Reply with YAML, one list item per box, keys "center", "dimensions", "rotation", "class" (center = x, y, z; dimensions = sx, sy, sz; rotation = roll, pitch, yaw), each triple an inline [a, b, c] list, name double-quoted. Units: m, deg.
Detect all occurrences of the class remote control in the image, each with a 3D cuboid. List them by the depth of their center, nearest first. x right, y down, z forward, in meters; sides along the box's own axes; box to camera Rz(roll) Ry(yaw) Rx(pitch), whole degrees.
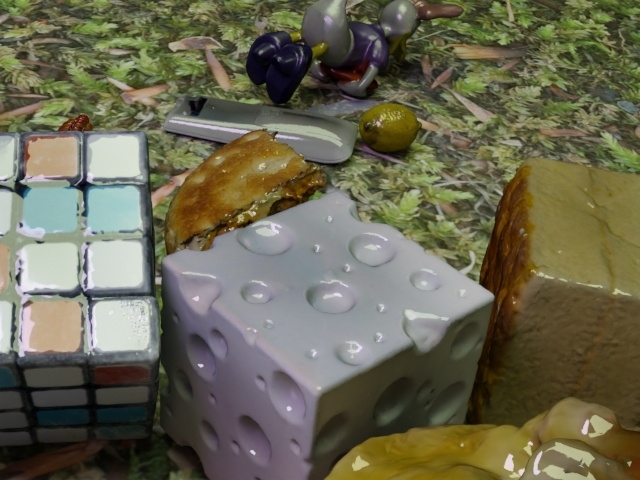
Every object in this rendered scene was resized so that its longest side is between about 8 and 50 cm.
- center: [-0.095, -0.196, 1.586]
  dimensions: [0.313, 0.055, 0.109]
  rotation: [11, 37, 4]
  class: "remote control"

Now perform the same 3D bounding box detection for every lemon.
- center: [0.117, -0.188, 1.601]
  dimensions: [0.111, 0.082, 0.082]
  rotation: [-3, 38, -23]
  class: "lemon"

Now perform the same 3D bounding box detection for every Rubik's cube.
- center: [-0.297, 0.057, 0.990]
  dimensions: [0.256, 0.259, 0.253]
  rotation: [-1, 61, -10]
  class: "Rubik's cube"

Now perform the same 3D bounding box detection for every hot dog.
- center: [-0.386, -0.152, 1.480]
  dimensions: [0.062, 0.038, 0.144]
  rotation: [8, 37, -1]
  class: "hot dog"

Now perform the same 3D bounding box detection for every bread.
- center: [0.295, 0.078, 1.132]
  dimensions: [0.207, 0.279, 0.279]
  rotation: [10, 38, 5]
  class: "bread"

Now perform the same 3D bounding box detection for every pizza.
- center: [-0.102, -0.058, 1.348]
  dimensions: [0.226, 0.086, 0.335]
  rotation: [-6, 32, 19]
  class: "pizza"

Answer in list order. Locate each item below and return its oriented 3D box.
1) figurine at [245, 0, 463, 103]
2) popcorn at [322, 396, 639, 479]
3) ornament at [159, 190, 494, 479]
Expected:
- center: [0.058, -0.371, 1.738]
  dimensions: [0.421, 0.193, 0.154]
  rotation: [-17, 40, -37]
  class: "figurine"
- center: [0.171, 0.316, 0.760]
  dimensions: [0.390, 0.354, 0.344]
  rotation: [-18, 40, 39]
  class: "popcorn"
- center: [-0.003, 0.130, 0.998]
  dimensions: [0.239, 0.239, 0.240]
  rotation: [-23, 44, -36]
  class: "ornament"
